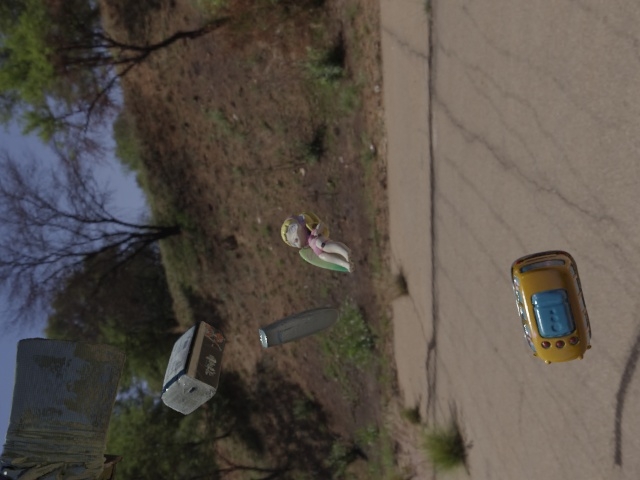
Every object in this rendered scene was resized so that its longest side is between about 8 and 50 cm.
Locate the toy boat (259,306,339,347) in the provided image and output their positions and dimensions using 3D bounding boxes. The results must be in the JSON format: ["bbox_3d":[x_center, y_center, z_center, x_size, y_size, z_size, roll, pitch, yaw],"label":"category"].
[{"bbox_3d":[-0.058,0.246,1.731,0.085,0.260,0.078,9,112,62],"label":"toy boat"}]

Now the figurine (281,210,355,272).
[{"bbox_3d":[0.000,0.000,1.032,0.187,0.083,0.083,29,135,45],"label":"figurine"}]

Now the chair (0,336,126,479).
[{"bbox_3d":[-0.382,0.313,0.870,0.186,0.160,0.319,121,156,-73],"label":"chair"}]

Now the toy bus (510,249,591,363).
[{"bbox_3d":[0.444,0.131,1.132,0.136,0.126,0.210,-23,-80,-71],"label":"toy bus"}]

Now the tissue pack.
[{"bbox_3d":[-0.260,0.259,1.216,0.090,0.103,0.170,40,-158,-20],"label":"tissue pack"}]
